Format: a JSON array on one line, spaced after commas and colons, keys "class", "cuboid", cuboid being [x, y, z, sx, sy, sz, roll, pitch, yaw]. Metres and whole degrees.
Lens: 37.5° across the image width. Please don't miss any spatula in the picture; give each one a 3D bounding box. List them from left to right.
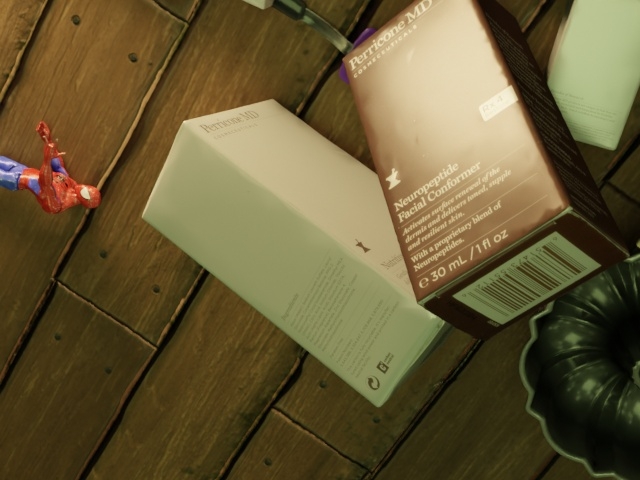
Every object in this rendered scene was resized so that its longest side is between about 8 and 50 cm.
[{"class": "spatula", "cuboid": [-0.006, -0.281, 1.227, 0.296, 0.030, 0.084, 34, 114, 0]}]

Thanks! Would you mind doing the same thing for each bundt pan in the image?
[{"class": "bundt pan", "cuboid": [0.424, 0.147, 1.222, 0.331, 0.124, 0.330, 4, 109, 10]}]

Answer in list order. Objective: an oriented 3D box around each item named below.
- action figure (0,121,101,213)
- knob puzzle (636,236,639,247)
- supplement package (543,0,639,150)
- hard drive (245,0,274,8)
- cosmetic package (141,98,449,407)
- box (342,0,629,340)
[{"class": "action figure", "cuboid": [-0.438, -0.124, 1.339, 0.280, 0.091, 0.139, 18, 120, 6]}, {"class": "knob puzzle", "cuboid": [0.489, -0.009, 1.062, 0.213, 0.030, 0.213, 5, 117, 10]}, {"class": "supplement package", "cuboid": [0.331, -0.215, 1.134, 0.105, 0.105, 0.179, 17, 111, 7]}, {"class": "hard drive", "cuboid": [-0.186, -0.464, 1.164, 0.353, 0.047, 0.233, 26, 119, 9]}, {"class": "cosmetic package", "cuboid": [0.000, 0.000, 1.169, 0.385, 0.217, 0.156, 38, 119, 12]}, {"class": "box", "cuboid": [0.170, -0.105, 1.059, 0.191, 0.381, 0.143, -36, 137, 26]}]
